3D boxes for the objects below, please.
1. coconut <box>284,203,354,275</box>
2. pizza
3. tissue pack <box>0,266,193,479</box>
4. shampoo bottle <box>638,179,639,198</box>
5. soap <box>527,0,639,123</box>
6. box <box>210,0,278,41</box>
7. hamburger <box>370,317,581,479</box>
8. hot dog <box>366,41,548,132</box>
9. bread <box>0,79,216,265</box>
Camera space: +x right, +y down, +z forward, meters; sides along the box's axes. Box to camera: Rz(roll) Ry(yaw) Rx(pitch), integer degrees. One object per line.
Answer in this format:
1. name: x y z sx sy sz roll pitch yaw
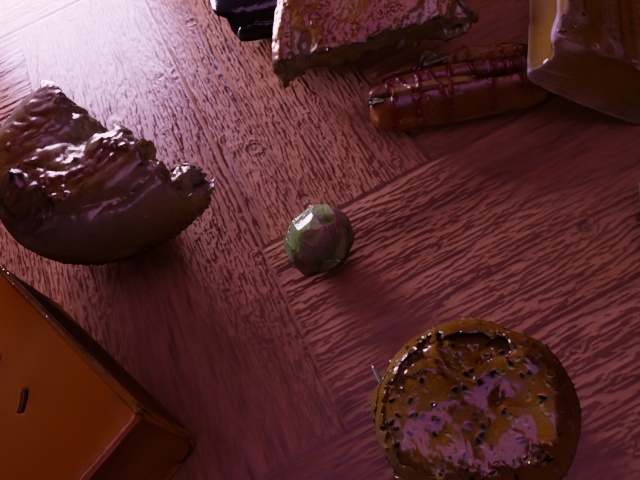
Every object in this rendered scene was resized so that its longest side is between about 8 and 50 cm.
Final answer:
1. coconut: 0.000 0.000 0.599 0.083 0.082 0.081 -37 55 -6
2. pizza: 0.072 -0.319 0.716 0.288 0.075 0.279 26 93 18
3. tissue pack: -0.298 0.185 0.533 0.275 0.145 0.194 32 74 27
4. shampoo bottle: 0.374 -0.038 0.528 0.079 0.079 0.162 1 61 14
5. soap: 0.354 -0.294 0.645 0.174 0.089 0.274 19 62 -8
6. box: 0.001 -0.495 0.879 0.359 0.091 0.350 -8 60 9
7. hamburger: 0.124 0.152 0.462 0.186 0.113 0.177 24 70 24
8. hot dog: 0.185 -0.209 0.677 0.250 0.076 0.104 -9 58 11
9. bread: -0.293 -0.058 0.653 0.314 0.171 0.192 26 72 26
